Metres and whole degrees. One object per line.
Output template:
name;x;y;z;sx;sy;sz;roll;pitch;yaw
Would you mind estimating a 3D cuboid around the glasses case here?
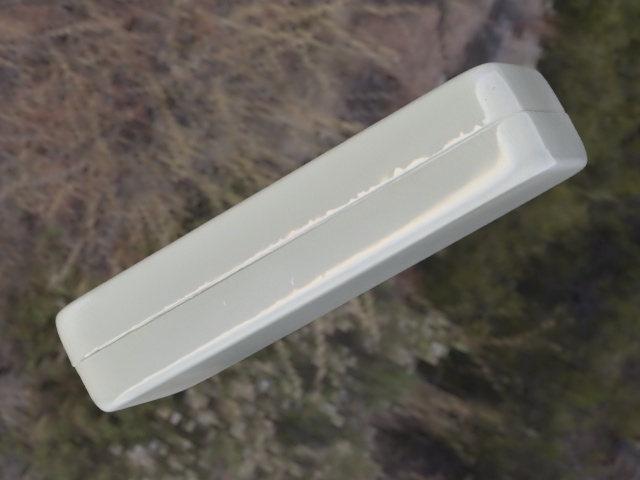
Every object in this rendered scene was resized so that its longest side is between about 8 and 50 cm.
glasses case;0.000;0.000;1.069;0.313;0.070;0.131;-30;173;20
